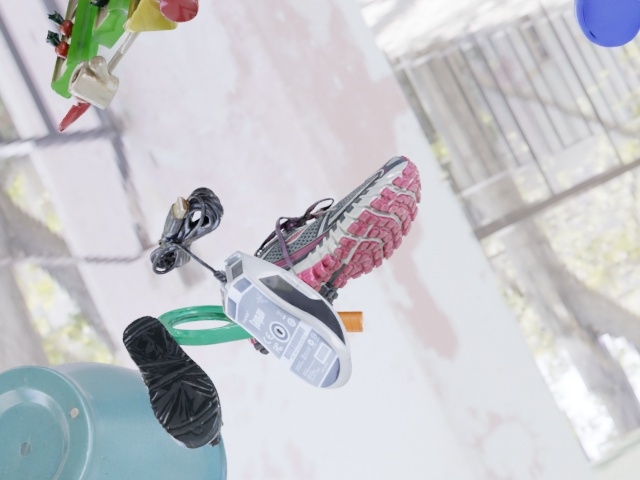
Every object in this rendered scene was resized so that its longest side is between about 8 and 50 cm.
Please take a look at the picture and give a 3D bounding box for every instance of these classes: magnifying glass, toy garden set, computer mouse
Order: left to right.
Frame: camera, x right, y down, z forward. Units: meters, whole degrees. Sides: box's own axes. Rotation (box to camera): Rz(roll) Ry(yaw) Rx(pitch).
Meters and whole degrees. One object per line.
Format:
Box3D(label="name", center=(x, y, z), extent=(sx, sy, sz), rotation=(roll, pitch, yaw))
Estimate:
Box3D(label="toy garden set", center=(-0.153, -0.192, 1.061), extent=(0.049, 0.204, 0.244), rotation=(26, 133, -26))
Box3D(label="magnifying glass", center=(-0.068, 0.093, 1.547), extent=(0.230, 0.026, 0.092), rotation=(-3, -166, 4))
Box3D(label="computer mouse", center=(-0.045, 0.041, 1.087), extent=(0.042, 0.193, 0.106), rotation=(-42, 168, -42))

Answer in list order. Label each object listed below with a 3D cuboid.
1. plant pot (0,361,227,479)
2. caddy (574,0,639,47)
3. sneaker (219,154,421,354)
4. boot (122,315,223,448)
Box3D(label="plant pot", center=(-0.284, 0.258, 1.607), extent=(0.271, 0.272, 0.255), rotation=(-27, 155, 12))
Box3D(label="caddy", center=(0.415, -0.356, 1.570), extent=(0.241, 0.179, 0.341), rotation=(14, 147, -2))
Box3D(label="sneaker", center=(0.000, 0.000, 1.713), extent=(0.299, 0.112, 0.121), rotation=(-42, 149, -1))
Box3D(label="boot", center=(-0.093, 0.115, 0.984), extent=(0.045, 0.121, 0.099), rotation=(-33, 143, -8))
